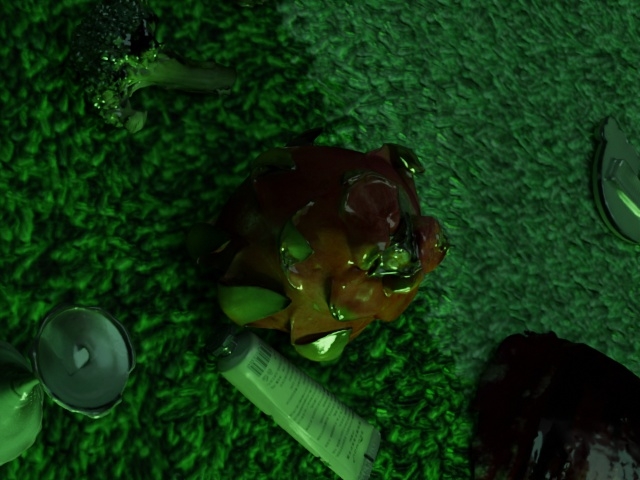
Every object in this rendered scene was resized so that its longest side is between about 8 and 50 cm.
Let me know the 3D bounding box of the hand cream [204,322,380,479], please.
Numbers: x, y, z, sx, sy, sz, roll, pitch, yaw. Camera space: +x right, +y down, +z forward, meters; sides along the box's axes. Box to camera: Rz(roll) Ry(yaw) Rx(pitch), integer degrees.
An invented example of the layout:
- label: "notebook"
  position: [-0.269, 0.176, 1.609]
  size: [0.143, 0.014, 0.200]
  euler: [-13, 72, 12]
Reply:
- label: "hand cream"
  position: [-0.023, 0.164, 1.426]
  size: [0.234, 0.050, 0.080]
  euler: [42, 48, -26]

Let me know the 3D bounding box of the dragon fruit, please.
- label: "dragon fruit"
  position: [0.002, 0.002, 1.390]
  size: [0.224, 0.227, 0.224]
  euler: [15, 59, -27]

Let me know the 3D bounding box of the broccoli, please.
- label: "broccoli"
  position: [-0.161, -0.175, 1.408]
  size: [0.204, 0.118, 0.122]
  euler: [13, 35, -53]

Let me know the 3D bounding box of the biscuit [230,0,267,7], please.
- label: "biscuit"
  position: [-0.088, -0.338, 1.538]
  size: [0.082, 0.070, 0.168]
  euler: [-22, 91, -34]

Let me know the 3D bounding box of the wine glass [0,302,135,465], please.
- label: "wine glass"
  position: [-0.240, 0.118, 1.166]
  size: [0.122, 0.183, 0.122]
  euler: [14, 67, -36]

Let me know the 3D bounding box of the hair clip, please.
- label: "hair clip"
  position: [0.433, -0.053, 1.880]
  size: [0.220, 0.054, 0.140]
  euler: [41, 57, -18]

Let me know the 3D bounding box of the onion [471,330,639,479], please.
- label: "onion"
  position: [0.308, 0.239, 1.606]
  size: [0.280, 0.146, 0.314]
  euler: [40, 57, -17]
